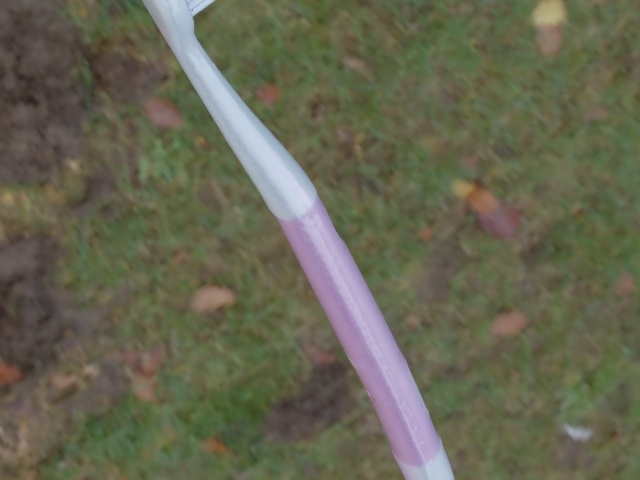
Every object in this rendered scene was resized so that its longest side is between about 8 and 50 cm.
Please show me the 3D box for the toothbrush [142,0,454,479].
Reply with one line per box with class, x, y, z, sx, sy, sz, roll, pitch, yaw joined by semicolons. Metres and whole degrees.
toothbrush;0.000;0.000;0.548;0.025;0.020;0.286;-38;140;-10
